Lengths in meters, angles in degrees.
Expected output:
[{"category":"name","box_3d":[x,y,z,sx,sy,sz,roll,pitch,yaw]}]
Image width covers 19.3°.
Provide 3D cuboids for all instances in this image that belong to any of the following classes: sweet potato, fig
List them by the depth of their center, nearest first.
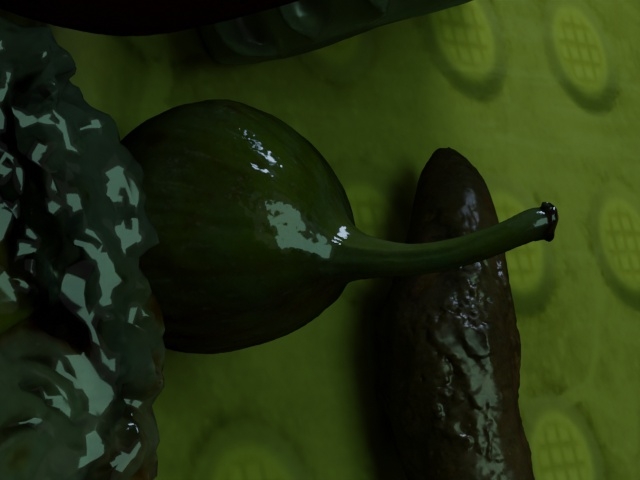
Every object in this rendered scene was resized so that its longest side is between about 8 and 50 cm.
[{"category":"fig","box_3d":[0.000,0.000,0.982,0.149,0.245,0.149,-22,114,-62]},{"category":"sweet potato","box_3d":[0.082,0.089,1.166,0.114,0.092,0.341,40,42,-66]}]

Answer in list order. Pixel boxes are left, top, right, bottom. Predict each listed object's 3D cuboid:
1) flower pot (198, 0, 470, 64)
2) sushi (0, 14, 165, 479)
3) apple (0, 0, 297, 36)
[{"category":"flower pot","box_3d":[0.081,-0.229,1.170,0.367,0.254,0.164,-28,96,-51]},{"category":"sushi","box_3d":[-0.220,0.042,0.745,0.417,0.176,0.417,25,55,-43]},{"category":"apple","box_3d":[-0.133,-0.261,0.887,0.365,0.329,0.295,13,101,-60]}]
